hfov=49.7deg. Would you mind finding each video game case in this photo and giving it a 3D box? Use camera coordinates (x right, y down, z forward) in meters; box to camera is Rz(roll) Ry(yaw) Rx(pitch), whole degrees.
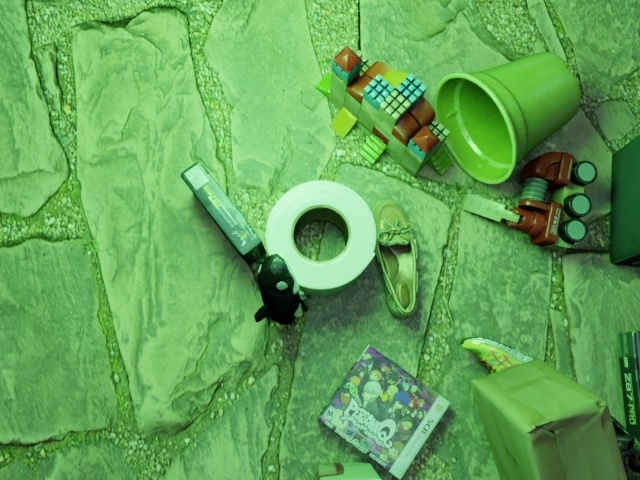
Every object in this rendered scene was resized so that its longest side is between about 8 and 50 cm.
[{"bbox_3d":[0.144,0.389,1.578,0.232,0.042,0.210,36,80,5],"label":"video game case"}]

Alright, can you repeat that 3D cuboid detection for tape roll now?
[{"bbox_3d":[0.000,0.000,1.578,0.246,0.169,0.246,0,81,-1],"label":"tape roll"}]

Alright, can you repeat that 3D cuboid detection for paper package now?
[{"bbox_3d":[0.466,0.434,1.402,0.168,0.325,0.309,-18,97,-4],"label":"paper package"}]

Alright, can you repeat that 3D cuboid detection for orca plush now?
[{"bbox_3d":[-0.115,0.131,1.493,0.102,0.287,0.151,-37,81,-20],"label":"orca plush"}]

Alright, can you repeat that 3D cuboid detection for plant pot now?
[{"bbox_3d":[0.449,-0.309,1.608,0.254,0.276,0.276,-29,82,-17],"label":"plant pot"}]

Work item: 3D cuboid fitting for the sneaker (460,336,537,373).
[{"bbox_3d":[0.413,0.287,1.580,0.209,0.081,0.094,24,83,3],"label":"sneaker"}]

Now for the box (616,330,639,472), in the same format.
[{"bbox_3d":[0.896,0.361,1.566,0.395,0.097,0.318,0,77,0],"label":"box"}]

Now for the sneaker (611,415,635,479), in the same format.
[{"bbox_3d":[0.642,0.487,1.525,0.087,0.130,0.227,-11,83,-1],"label":"sneaker"}]

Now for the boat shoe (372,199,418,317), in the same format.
[{"bbox_3d":[0.183,0.037,1.613,0.105,0.089,0.285,-12,80,-2],"label":"boat shoe"}]

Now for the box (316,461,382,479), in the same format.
[{"bbox_3d":[0.057,0.559,1.451,0.127,0.232,0.148,0,80,-2],"label":"box"}]

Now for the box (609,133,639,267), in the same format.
[{"bbox_3d":[0.938,-0.098,1.450,0.472,0.480,0.297,5,79,0],"label":"box"}]

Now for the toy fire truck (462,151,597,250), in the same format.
[{"bbox_3d":[0.487,-0.105,1.628,0.247,0.158,0.216,15,81,-9],"label":"toy fire truck"}]

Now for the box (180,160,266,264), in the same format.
[{"bbox_3d":[-0.218,-0.057,1.577,0.059,0.183,0.232,-37,84,-6],"label":"box"}]

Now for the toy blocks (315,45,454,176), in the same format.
[{"bbox_3d":[0.158,-0.306,1.585,0.381,0.261,0.191,43,82,6],"label":"toy blocks"}]
